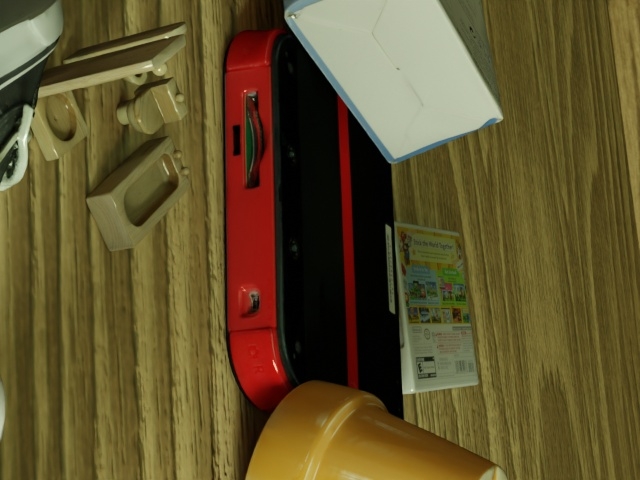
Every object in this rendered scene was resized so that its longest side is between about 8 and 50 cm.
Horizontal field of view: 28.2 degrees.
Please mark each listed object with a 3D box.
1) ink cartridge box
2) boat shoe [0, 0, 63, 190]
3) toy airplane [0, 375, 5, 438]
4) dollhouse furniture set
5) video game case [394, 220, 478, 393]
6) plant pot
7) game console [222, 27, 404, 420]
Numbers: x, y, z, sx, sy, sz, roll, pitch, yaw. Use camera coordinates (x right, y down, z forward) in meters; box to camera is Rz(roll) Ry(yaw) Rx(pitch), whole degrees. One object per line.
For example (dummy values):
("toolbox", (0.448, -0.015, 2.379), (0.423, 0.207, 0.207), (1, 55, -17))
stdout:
("ink cartridge box", (0.071, -0.327, 1.425), (0.270, 0.151, 0.395), (50, 29, -46))
("boat shoe", (-0.231, -0.068, 0.787), (0.306, 0.113, 0.104), (-79, 163, -59))
("toy airplane", (-0.259, 0.091, 0.481), (0.386, 0.273, 0.384), (-93, -176, -57))
("dollhouse furniture set", (-0.126, -0.086, 1.001), (0.151, 0.123, 0.144), (69, 28, -21))
("video game case", (0.138, 0.085, 1.600), (0.227, 0.026, 0.206), (7, 75, -63))
("plant pot", (0.059, 0.242, 1.130), (0.205, 0.188, 0.205), (-27, 122, -57))
("game console", (0.000, 0.000, 1.326), (0.342, 0.060, 0.386), (33, 52, -62))
